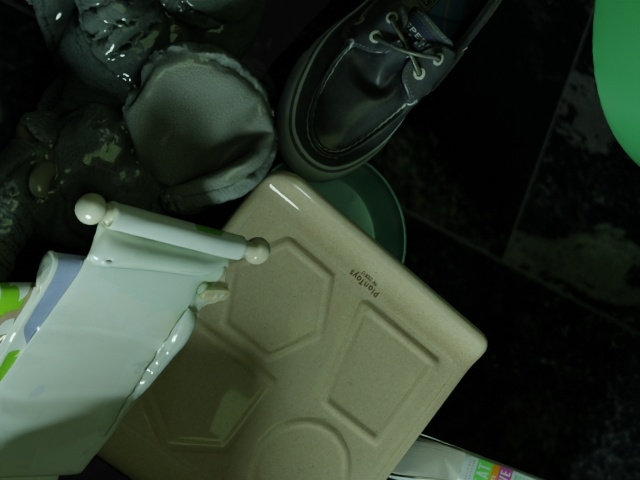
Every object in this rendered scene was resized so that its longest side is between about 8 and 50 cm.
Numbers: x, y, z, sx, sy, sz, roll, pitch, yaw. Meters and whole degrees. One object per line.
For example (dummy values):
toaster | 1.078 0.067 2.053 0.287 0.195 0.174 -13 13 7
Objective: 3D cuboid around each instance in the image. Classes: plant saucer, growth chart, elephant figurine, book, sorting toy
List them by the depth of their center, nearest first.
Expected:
growth chart | -0.145 0.072 0.734 0.237 0.021 0.172 -49 147 11
elephant figurine | -0.112 -0.068 0.775 0.186 0.169 0.239 1 92 4
sorting toy | -0.023 0.088 0.861 0.193 0.038 0.208 40 88 -21
plant saucer | 0.000 0.000 0.896 0.119 0.021 0.119 1 89 -28
book | 0.125 0.166 0.918 0.144 0.096 0.035 23 79 -26

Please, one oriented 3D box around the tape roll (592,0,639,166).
tape roll | 0.336 -0.178 0.979 0.321 0.077 0.321 -15 118 -30

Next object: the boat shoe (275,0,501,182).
boat shoe | 0.059 -0.131 0.886 0.080 0.076 0.228 48 65 -9
